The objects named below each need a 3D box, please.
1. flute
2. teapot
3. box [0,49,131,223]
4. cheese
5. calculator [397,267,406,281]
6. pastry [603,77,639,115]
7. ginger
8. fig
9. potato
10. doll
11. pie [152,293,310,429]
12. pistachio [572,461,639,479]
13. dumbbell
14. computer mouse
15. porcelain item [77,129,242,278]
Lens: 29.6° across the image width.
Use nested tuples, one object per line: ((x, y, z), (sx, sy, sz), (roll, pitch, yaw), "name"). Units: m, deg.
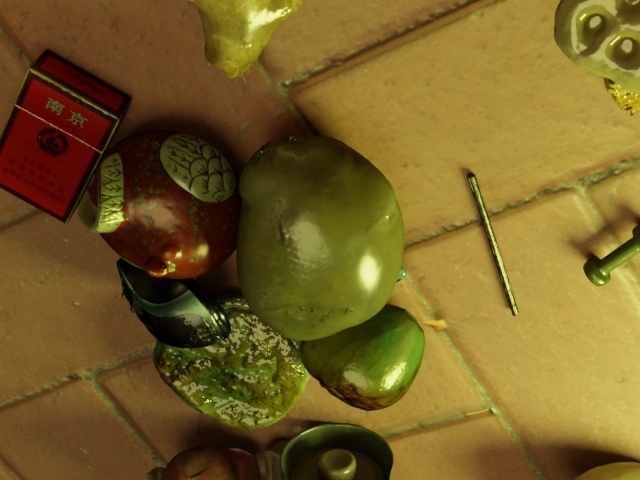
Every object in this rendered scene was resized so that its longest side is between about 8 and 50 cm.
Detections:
((0.264, 0.009, 1.841), (0.014, 0.014, 0.270), (-9, 123, 21), "flute")
((0.017, 0.509, 2.159), (0.300, 0.253, 0.344), (25, 128, 37), "teapot")
((-0.405, -0.154, 1.852), (0.153, 0.074, 0.240), (32, 127, -5), "box")
((0.399, -0.292, 1.501), (0.217, 0.117, 0.235), (-6, 109, 25), "cheese")
((0.065, 0.064, 1.929), (0.141, 0.019, 0.094), (-32, 116, 31), "calculator")
((0.451, -0.211, 1.601), (0.140, 0.056, 0.080), (-19, 131, 24), "pastry")
((-0.108, -0.398, 1.594), (0.236, 0.166, 0.375), (-34, 145, -5), "ginger")
((0.073, 0.179, 1.924), (0.191, 0.181, 0.181), (-33, 115, 3), "fig")
((0.000, 0.000, 1.770), (0.243, 0.221, 0.326), (11, 124, 9), "potato")
((-0.199, 0.464, 2.215), (0.196, 0.152, 0.256), (-22, 141, -8), "doll")
((-0.144, 0.210, 2.055), (0.276, 0.079, 0.277), (6, 128, 8), "pie")
((0.521, 0.483, 2.010), (0.331, 0.208, 0.226), (26, 84, -16), "pistachio")
((0.442, 0.022, 1.780), (0.118, 0.052, 0.046), (-40, 80, 34), "dumbbell")
((-0.246, 0.104, 1.931), (0.233, 0.096, 0.137), (25, 147, 38), "computer mouse")
((-0.234, -0.034, 1.799), (0.252, 0.253, 0.253), (7, 127, 9), "porcelain item")
